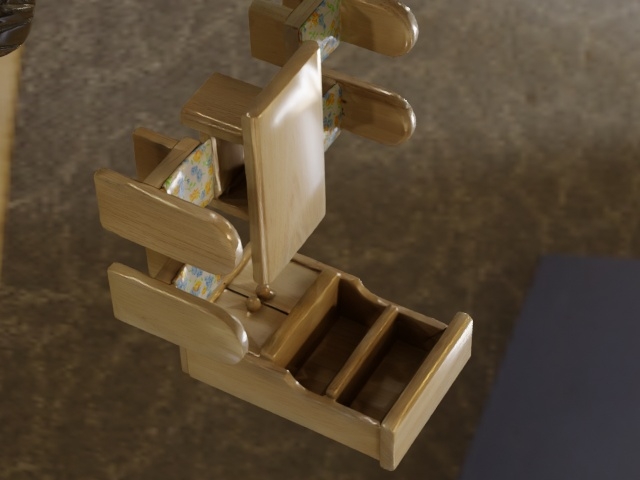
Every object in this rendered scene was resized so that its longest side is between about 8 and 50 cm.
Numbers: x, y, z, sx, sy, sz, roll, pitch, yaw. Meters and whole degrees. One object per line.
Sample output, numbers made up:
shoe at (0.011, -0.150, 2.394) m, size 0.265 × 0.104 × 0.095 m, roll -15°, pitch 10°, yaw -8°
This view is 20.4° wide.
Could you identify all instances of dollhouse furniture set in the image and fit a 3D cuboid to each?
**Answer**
dollhouse furniture set at (0.000, 0.000, 1.077) m, size 0.212 × 0.161 × 0.242 m, roll -52°, pitch 154°, yaw -36°

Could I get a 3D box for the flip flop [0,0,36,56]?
flip flop at (-0.266, -0.217, 1.340) m, size 0.112 × 0.277 × 0.080 m, roll 0°, pitch 62°, yaw -23°
